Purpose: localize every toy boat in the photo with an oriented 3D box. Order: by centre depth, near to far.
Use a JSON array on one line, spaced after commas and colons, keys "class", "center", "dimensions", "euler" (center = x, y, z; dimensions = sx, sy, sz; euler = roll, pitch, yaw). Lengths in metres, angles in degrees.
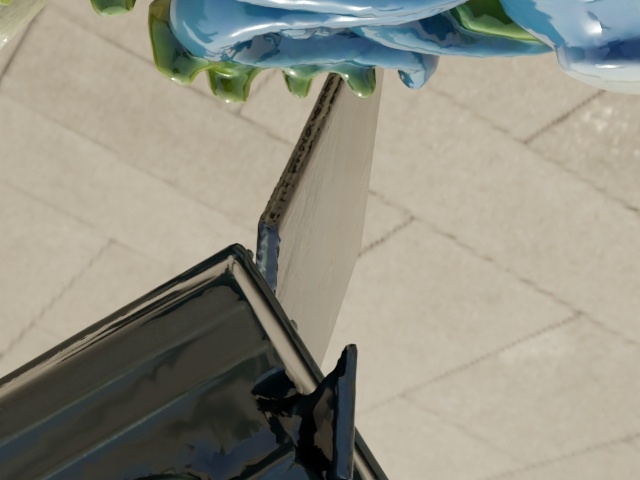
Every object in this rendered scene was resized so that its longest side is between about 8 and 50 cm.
[{"class": "toy boat", "center": [-0.111, 0.120, 0.357], "dimensions": [0.114, 0.296, 0.122], "euler": [58, 175, 0]}]

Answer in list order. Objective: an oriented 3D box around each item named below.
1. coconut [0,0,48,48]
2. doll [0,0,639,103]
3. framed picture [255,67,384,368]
[{"class": "coconut", "center": [-0.277, -0.216, 1.094], "dimensions": [0.182, 0.171, 0.171], "euler": [9, 154, -6]}, {"class": "doll", "center": [0.058, -0.096, 0.401], "dimensions": [0.341, 0.099, 0.346], "euler": [-5, 164, -25]}, {"class": "framed picture", "center": [0.000, 0.000, 0.929], "dimensions": [0.016, 0.347, 0.265], "euler": [12, 126, 7]}]
